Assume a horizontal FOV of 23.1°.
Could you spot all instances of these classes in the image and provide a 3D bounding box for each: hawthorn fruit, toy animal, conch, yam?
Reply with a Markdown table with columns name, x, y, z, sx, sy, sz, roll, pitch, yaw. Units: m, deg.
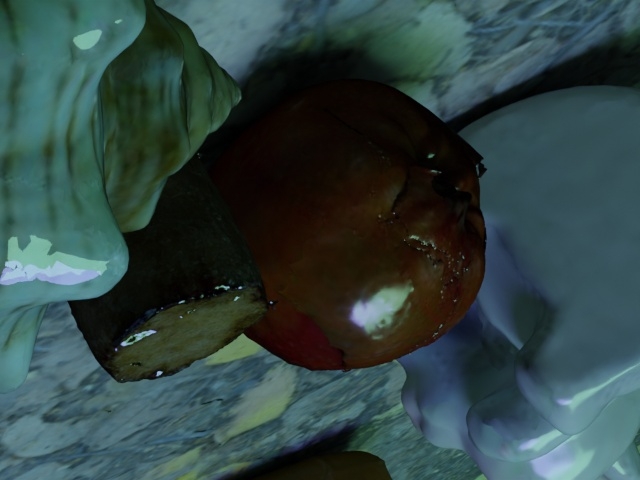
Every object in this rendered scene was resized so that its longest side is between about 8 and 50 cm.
| name | x | y | z | sx | sy | sz | roll | pitch | yaw |
| --- | --- | --- | --- | --- | --- | --- | --- | --- | --- |
| hawthorn fruit | 0.000 | 0.000 | 0.784 | 0.172 | 0.148 | 0.148 | -24 | 164 | 32 |
| toy animal | 0.166 | 0.051 | 1.026 | 0.241 | 0.196 | 0.367 | -25 | 156 | -17 |
| conch | -0.130 | -0.052 | 0.442 | 0.170 | 0.203 | 0.386 | 5 | -176 | 20 |
| yam | -0.082 | -0.015 | 0.631 | 0.079 | 0.141 | 0.079 | -25 | 156 | -12 |

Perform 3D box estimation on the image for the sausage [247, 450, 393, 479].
| name | x | y | z | sx | sy | sz | roll | pitch | yaw |
| --- | --- | --- | --- | --- | --- | --- | --- | --- | --- |
| sausage | -0.098 | 0.272 | 1.289 | 0.354 | 0.116 | 0.134 | -16 | 165 | -24 |
